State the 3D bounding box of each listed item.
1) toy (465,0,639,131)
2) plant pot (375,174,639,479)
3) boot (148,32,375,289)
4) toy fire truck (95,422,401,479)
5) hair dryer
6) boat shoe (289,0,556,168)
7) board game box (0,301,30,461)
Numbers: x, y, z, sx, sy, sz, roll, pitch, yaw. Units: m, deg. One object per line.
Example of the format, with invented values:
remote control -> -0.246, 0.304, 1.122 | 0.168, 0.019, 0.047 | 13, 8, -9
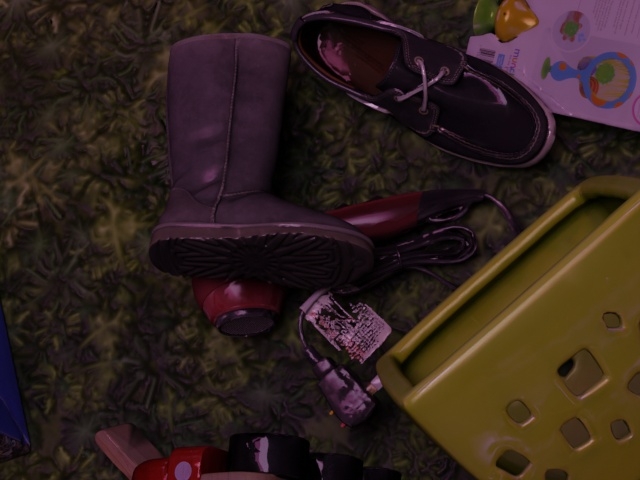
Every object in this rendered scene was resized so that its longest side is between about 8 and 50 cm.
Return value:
toy -> 0.237, -0.158, 1.417 | 0.237, 0.056, 0.137 | 16, 92, 26
plant pot -> 0.193, 0.103, 1.254 | 0.227, 0.228, 0.207 | -41, 93, 0
boot -> -0.042, -0.068, 1.406 | 0.189, 0.076, 0.208 | 7, 51, 3
toy fire truck -> -0.085, 0.201, 1.331 | 0.246, 0.217, 0.158 | -6, 72, 29
hair dryer -> 0.000, 0.000, 1.446 | 0.293, 0.080, 0.223 | 40, 72, 17
boat shoe -> 0.079, -0.123, 1.432 | 0.233, 0.079, 0.084 | 31, 106, 23
board game box -> -0.420, 0.100, 1.483 | 0.291, 0.141, 0.232 | -19, 70, 9
